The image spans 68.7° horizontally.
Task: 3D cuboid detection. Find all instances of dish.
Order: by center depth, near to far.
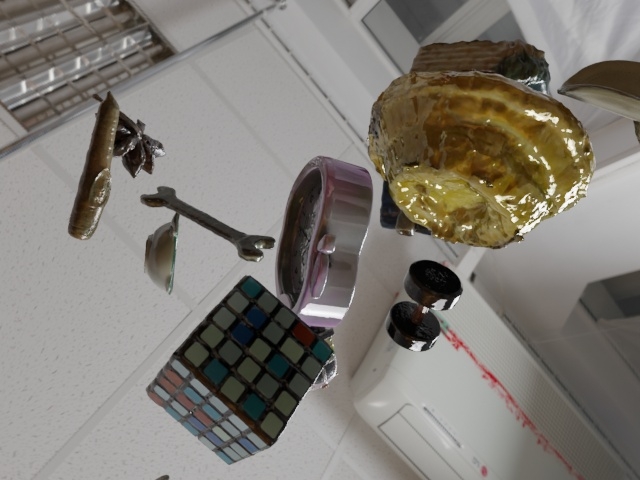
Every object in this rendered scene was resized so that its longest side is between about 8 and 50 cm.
[{"bbox_3d":[-0.420,0.030,1.239,0.078,0.246,0.224,7,-138,-16],"label":"dish"}]

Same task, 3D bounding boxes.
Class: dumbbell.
[{"bbox_3d":[0.276,0.177,1.269,0.152,0.218,0.153,10,-144,-8],"label":"dumbbell"}]

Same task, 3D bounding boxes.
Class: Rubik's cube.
[{"bbox_3d":[-0.126,0.199,0.722,0.187,0.182,0.184,43,-134,-2],"label":"Rubik's cube"}]

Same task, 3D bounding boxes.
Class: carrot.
[{"bbox_3d":[-0.503,-0.167,1.060,0.070,0.070,0.343,13,-87,-34],"label":"carrot"}]

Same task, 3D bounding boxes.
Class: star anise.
[{"bbox_3d":[-0.508,-0.275,1.232,0.231,0.089,0.209,50,-162,-40],"label":"star anise"}]

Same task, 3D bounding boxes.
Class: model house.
[{"bbox_3d":[0.356,-0.198,1.182,0.400,0.394,0.446,-61,-30,-29],"label":"model house"}]

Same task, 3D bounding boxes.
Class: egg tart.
[{"bbox_3d":[0.174,-0.080,0.582,0.290,0.290,0.116,37,-112,-20],"label":"egg tart"}]

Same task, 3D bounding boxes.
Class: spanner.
[{"bbox_3d":[-0.155,-0.027,0.619,0.054,0.254,0.015,-27,-49,-42],"label":"spanner"}]

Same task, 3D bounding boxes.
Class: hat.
[{"bbox_3d":[0.349,-0.115,0.501,0.166,0.173,0.144,-40,-54,-41],"label":"hat"}]

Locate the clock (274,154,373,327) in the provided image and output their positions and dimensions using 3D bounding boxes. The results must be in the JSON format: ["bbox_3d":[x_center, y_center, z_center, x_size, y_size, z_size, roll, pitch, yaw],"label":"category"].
[{"bbox_3d":[0.000,0.000,0.952,0.102,0.338,0.339,10,-117,-17],"label":"clock"}]

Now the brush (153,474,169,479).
[{"bbox_3d":[-0.162,0.269,0.268,0.050,0.060,0.321,54,-168,-8],"label":"brush"}]

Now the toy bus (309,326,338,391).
[{"bbox_3d":[-0.089,0.353,1.463,0.143,0.305,0.179,-20,-81,-39],"label":"toy bus"}]
